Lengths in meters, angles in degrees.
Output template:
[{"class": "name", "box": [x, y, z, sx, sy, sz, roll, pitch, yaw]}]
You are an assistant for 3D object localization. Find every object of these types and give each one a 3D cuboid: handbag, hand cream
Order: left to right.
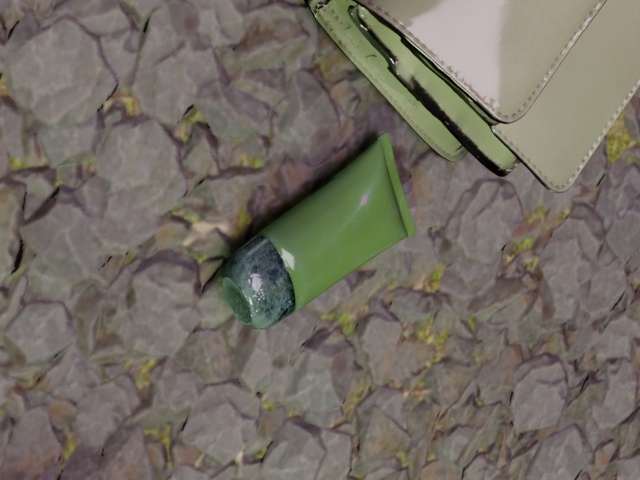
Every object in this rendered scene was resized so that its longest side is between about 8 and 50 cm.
[{"class": "hand cream", "box": [0.000, 0.000, 1.350, 0.175, 0.046, 0.095, -37, 125, -29]}, {"class": "handbag", "box": [0.178, -0.245, 1.324, 0.236, 0.160, 0.358, 42, 79, -32]}]
